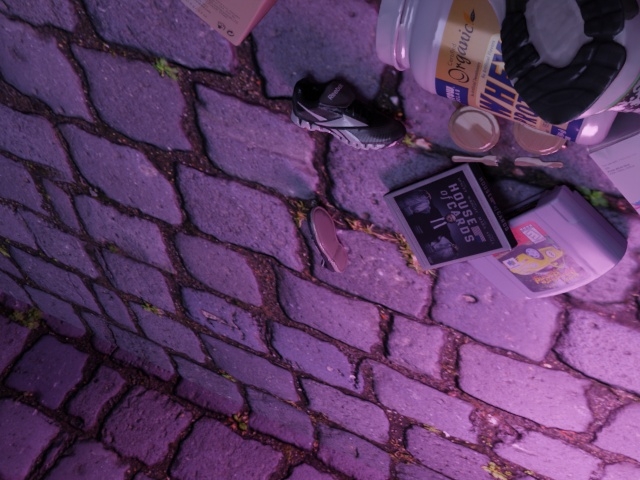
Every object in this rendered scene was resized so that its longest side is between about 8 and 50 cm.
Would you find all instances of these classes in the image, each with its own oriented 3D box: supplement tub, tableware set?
[{"bbox_3d":[0.253,-0.276,0.941,0.316,0.228,0.228,23,146,16],"label":"supplement tub"},{"bbox_3d":[0.308,-0.187,1.188,0.194,0.039,0.128,7,127,26],"label":"tableware set"}]

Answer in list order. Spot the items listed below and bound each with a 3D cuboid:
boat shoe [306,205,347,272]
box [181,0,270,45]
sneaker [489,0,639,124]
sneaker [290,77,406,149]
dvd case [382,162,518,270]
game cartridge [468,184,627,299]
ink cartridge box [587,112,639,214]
[{"bbox_3d":[0.000,0.000,1.655,0.064,0.075,0.206,6,143,30],"label":"boat shoe"},{"bbox_3d":[-0.082,-0.451,1.077,0.121,0.148,0.311,38,148,-10],"label":"box"},{"bbox_3d":[0.269,-0.273,0.766,0.182,0.411,0.158,14,146,-30],"label":"sneaker"},{"bbox_3d":[0.043,-0.234,1.311,0.234,0.078,0.106,21,148,22],"label":"sneaker"},{"bbox_3d":[0.241,-0.042,1.383,0.238,0.029,0.179,-20,102,54],"label":"dvd case"},{"bbox_3d":[0.406,0.018,1.357,0.196,0.060,0.294,37,147,-14],"label":"game cartridge"},{"bbox_3d":[0.489,-0.112,1.020,0.212,0.154,0.093,43,146,-14],"label":"ink cartridge box"}]
